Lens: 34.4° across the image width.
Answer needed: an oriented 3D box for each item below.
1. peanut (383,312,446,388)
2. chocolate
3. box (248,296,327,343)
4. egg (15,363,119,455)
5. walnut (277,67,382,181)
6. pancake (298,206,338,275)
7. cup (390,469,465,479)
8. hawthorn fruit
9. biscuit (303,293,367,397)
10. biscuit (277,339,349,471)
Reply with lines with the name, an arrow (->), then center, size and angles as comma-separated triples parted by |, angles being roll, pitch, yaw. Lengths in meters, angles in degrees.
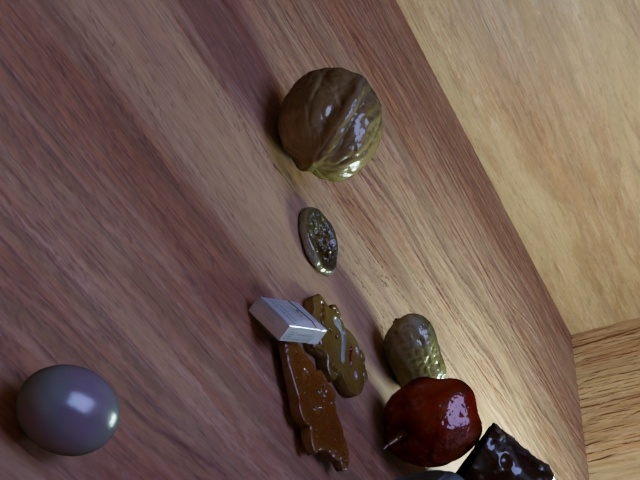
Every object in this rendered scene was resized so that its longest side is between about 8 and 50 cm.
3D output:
peanut -> 0.212, 0.265, 2.333 | 0.129, 0.129, 0.224 | -66, 143, -59
chocolate -> 0.396, 0.551, 2.260 | 0.225, 0.210, 0.340 | -52, 167, -21
box -> -0.056, 0.143, 1.843 | 0.084, 0.040, 0.154 | 39, 9, 25
egg -> -0.293, 0.197, 1.200 | 0.135, 0.103, 0.103 | 39, 39, -52
walnut -> 0.020, -0.241, 2.145 | 0.225, 0.225, 0.261 | 58, 38, -31
pancake -> -0.001, 0.000, 2.151 | 0.151, 0.025, 0.152 | 47, 32, -44
cup -> 0.178, 0.575, 1.900 | 0.356, 0.259, 0.274 | 143, -69, -80
hawthorn fruit -> 0.210, 0.391, 2.174 | 0.243, 0.207, 0.207 | -16, 88, -42
biscuit -> 0.034, 0.218, 2.058 | 0.249, 0.035, 0.184 | 56, 27, -37
biscuit -> -0.017, 0.297, 1.868 | 0.280, 0.043, 0.183 | 62, 20, -13
